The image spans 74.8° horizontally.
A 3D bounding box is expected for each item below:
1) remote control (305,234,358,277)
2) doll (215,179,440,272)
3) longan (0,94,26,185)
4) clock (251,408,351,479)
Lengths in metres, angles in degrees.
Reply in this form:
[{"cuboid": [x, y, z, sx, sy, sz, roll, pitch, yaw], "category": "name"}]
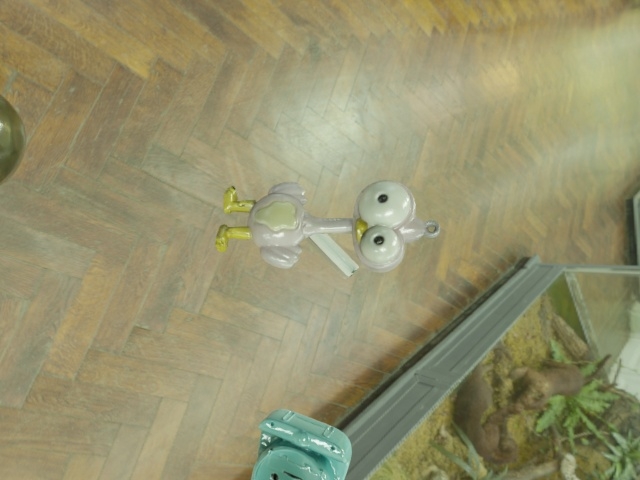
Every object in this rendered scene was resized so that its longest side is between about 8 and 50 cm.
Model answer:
[{"cuboid": [0.000, 0.000, 1.267, 0.055, 0.103, 0.277, -44, 87, -9], "category": "remote control"}, {"cuboid": [0.012, -0.026, 0.703, 0.094, 0.365, 0.160, 70, 23, -64], "category": "doll"}, {"cuboid": [-0.540, -0.140, 0.601, 0.184, 0.159, 0.204, 24, 78, -5], "category": "longan"}, {"cuboid": [-0.058, 0.557, 0.977, 0.094, 0.223, 0.274, 15, 87, -73], "category": "clock"}]
